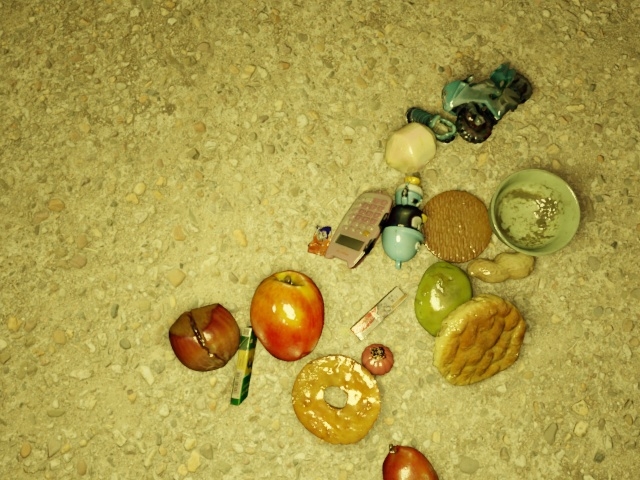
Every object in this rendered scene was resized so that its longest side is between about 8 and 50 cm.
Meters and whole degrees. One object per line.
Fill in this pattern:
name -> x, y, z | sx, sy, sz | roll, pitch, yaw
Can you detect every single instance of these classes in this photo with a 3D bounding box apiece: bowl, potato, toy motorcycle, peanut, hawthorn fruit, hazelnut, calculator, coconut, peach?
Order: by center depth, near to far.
hawthorn fruit -> 0.264, 0.710, 1.228 | 0.169, 0.169, 0.188 | -26, 89, -4
peach -> -0.107, 0.239, 1.281 | 0.238, 0.281, 0.280 | -15, 77, -46
hazelnut -> -0.365, 0.316, 1.298 | 0.212, 0.181, 0.180 | -28, 62, -14
potato -> 0.403, 0.195, 1.320 | 0.187, 0.148, 0.253 | -4, 86, -18
calculator -> 0.137, -0.044, 1.366 | 0.043, 0.194, 0.294 | 35, 81, -35
bowl -> 0.695, -0.085, 1.371 | 0.290, 0.146, 0.289 | 0, 82, 1
peanut -> 0.613, 0.092, 1.372 | 0.228, 0.085, 0.104 | -12, 54, -1
coconut -> 0.306, -0.313, 1.407 | 0.183, 0.171, 0.171 | -38, 82, -8
toy motorcycle -> 0.580, -0.510, 1.420 | 0.416, 0.172, 0.232 | -41, 84, -22

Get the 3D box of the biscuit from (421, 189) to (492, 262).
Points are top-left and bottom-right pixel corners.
biscuit -> 0.472, -0.049, 1.421 | 0.262, 0.037, 0.261 | 0, 80, 1

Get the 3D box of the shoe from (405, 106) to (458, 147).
shoe -> 0.403, -0.420, 1.450 | 0.207, 0.106, 0.091 | 32, 82, 8

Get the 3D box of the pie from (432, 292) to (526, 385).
pie -> 0.493, 0.314, 1.262 | 0.340, 0.083, 0.339 | -8, 116, -16

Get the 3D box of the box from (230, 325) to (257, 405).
box -> -0.243, 0.396, 1.304 | 0.034, 0.132, 0.235 | 8, 81, 3

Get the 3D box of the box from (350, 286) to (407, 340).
box -> 0.197, 0.247, 1.372 | 0.218, 0.039, 0.055 | -41, 84, -6

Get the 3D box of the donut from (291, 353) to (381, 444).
donut -> 0.052, 0.490, 1.285 | 0.278, 0.108, 0.277 | -1, 85, 8

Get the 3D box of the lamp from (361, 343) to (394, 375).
lamp -> 0.186, 0.389, 1.321 | 0.108, 0.092, 0.107 | 1, 45, -1

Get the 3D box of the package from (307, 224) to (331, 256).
package -> 0.000, 0.000, 1.421 | 0.077, 0.033, 0.110 | 10, 94, -21

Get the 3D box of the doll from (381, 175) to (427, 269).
doll -> 0.286, -0.055, 1.355 | 0.141, 0.177, 0.313 | 8, 77, 26
